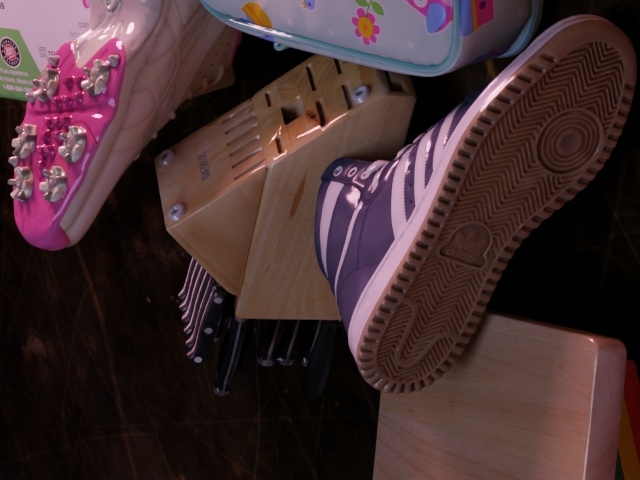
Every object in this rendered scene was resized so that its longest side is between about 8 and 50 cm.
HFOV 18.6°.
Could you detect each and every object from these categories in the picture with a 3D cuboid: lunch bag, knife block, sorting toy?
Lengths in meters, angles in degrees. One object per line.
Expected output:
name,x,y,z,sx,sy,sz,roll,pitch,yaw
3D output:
lunch bag,0.024,-0.227,1.311,0.279,0.108,0.224,21,124,44
knife block,0.000,0.000,1.469,0.275,0.242,0.088,-32,40,15
sorting toy,0.136,0.177,1.319,0.257,0.089,0.255,12,97,62

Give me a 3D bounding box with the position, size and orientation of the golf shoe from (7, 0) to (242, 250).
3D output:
golf shoe,-0.124,-0.127,1.438,0.115,0.140,0.306,19,86,51

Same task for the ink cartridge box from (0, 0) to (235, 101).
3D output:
ink cartridge box,-0.188,-0.253,1.562,0.201,0.117,0.278,12,116,49

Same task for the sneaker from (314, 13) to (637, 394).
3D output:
sneaker,0.090,-0.050,1.302,0.282,0.099,0.153,-57,29,17
